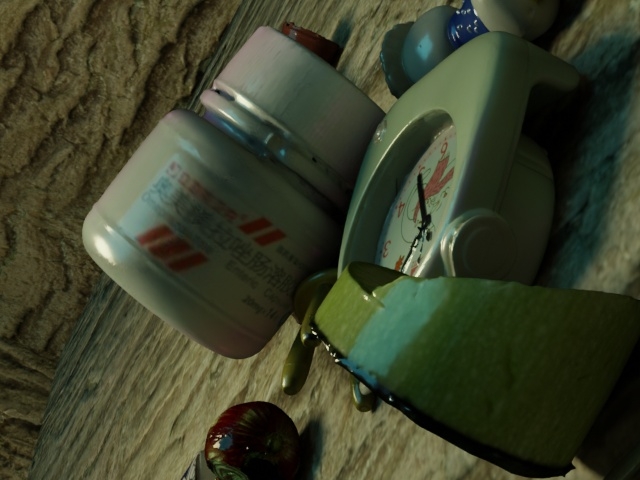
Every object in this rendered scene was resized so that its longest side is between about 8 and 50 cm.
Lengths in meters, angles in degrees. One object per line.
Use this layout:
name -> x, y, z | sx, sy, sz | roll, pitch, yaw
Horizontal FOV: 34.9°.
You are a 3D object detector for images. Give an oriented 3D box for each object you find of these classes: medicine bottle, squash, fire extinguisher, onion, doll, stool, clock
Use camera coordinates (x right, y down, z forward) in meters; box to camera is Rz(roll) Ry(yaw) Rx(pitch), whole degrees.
medicine bottle -> -0.084, -0.055, 1.166 | 0.325, 0.256, 0.256 | -51, 18, 0
squash -> 0.101, 0.060, 0.711 | 0.220, 0.220, 0.133 | -137, 68, -72
fire extinguisher -> -0.088, -0.206, 1.744 | 0.337, 0.106, 0.147 | -67, -23, 5
onion -> -0.076, 0.245, 1.200 | 0.119, 0.117, 0.118 | -34, 25, 19
doll -> 0.160, -0.222, 1.076 | 0.293, 0.119, 0.138 | -34, 53, 53
stool -> 0.023, 0.102, 1.074 | 0.134, 0.135, 0.110 | -18, 38, 23
clock -> 0.114, -0.012, 0.953 | 0.265, 0.109, 0.324 | -30, 42, 61

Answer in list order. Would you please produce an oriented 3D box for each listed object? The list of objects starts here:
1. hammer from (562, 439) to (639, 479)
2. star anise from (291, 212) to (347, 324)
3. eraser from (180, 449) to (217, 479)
hammer -> 0.216, 0.118, 0.647 | 0.199, 0.013, 0.062 | -58, 19, 28
star anise -> -0.003, 0.013, 1.326 | 0.197, 0.073, 0.212 | -88, 23, -53
eraser -> -0.186, 0.405, 1.407 | 0.210, 0.068, 0.124 | -59, 22, 29
